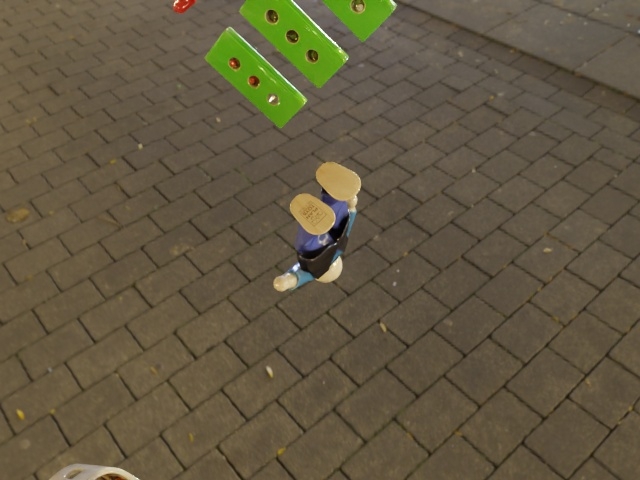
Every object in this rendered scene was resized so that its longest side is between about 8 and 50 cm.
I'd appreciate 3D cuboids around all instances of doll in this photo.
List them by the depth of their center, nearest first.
[{"bbox_3d":[0.000,0.000,0.557,0.046,0.189,0.129,35,74,13],"label":"doll"}]

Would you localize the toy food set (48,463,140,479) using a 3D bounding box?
[{"bbox_3d":[-0.297,0.476,0.936,0.306,0.220,0.092,43,54,-15],"label":"toy food set"}]

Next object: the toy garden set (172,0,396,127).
[{"bbox_3d":[-0.035,-0.258,0.534,0.204,0.244,0.049,41,40,-14],"label":"toy garden set"}]
